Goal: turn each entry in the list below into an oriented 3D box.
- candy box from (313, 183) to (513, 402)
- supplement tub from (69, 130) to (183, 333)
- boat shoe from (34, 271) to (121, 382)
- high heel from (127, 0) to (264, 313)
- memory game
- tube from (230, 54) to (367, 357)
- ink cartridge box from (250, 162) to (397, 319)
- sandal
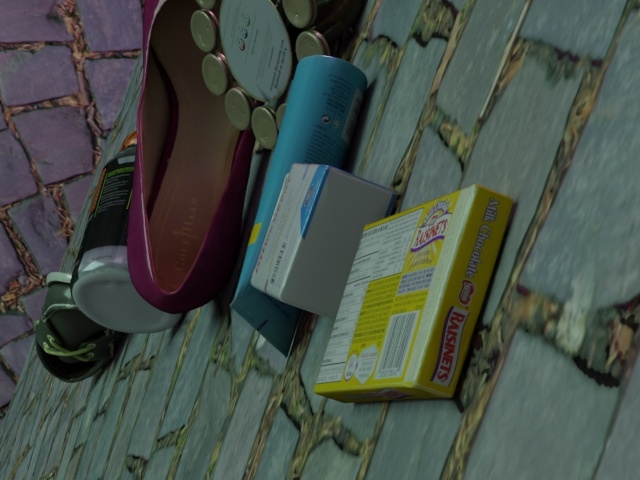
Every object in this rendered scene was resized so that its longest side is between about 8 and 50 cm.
[{"bbox_3d":[0.044,0.033,1.031,0.206,0.027,0.105,160,131,-76],"label":"candy box"},{"bbox_3d":[-0.174,-0.012,1.936,0.117,0.117,0.190,124,162,-52],"label":"supplement tub"},{"bbox_3d":[-0.287,0.105,2.328,0.305,0.109,0.091,126,160,-74],"label":"boat shoe"},{"bbox_3d":[-0.103,-0.125,1.704,0.181,0.127,0.377,-102,13,-87],"label":"high heel"},{"bbox_3d":[-0.050,-0.162,1.567,0.186,0.012,0.186,30,130,45],"label":"memory game"},{"bbox_3d":[-0.015,-0.029,1.356,0.052,0.080,0.207,-3,61,35],"label":"tube"},{"bbox_3d":[0.000,0.000,1.239,0.122,0.052,0.088,-163,92,-78],"label":"ink cartridge box"},{"bbox_3d":[-0.015,-0.173,1.614,0.219,0.060,0.090,-14,52,59],"label":"sandal"}]
